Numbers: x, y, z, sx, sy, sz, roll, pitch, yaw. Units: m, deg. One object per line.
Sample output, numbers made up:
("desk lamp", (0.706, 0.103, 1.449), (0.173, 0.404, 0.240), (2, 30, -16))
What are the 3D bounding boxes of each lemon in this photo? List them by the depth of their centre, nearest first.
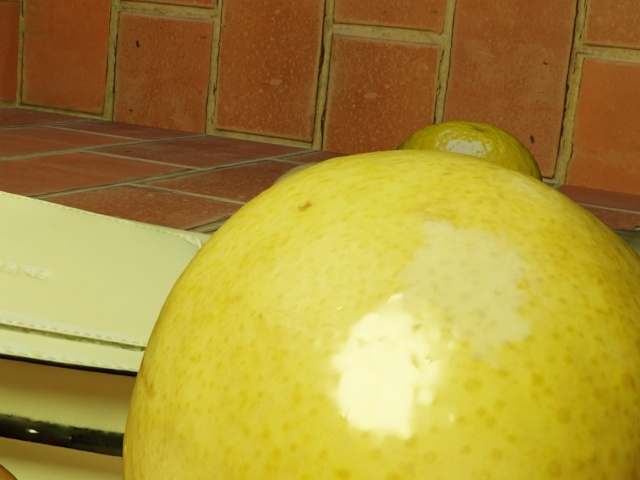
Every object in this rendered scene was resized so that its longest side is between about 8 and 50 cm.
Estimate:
("lemon", (0.202, -0.062, 1.704), (0.253, 0.229, 0.228), (1, 12, -25))

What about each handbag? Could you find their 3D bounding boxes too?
("handbag", (-0.240, 0.058, 0.798), (0.358, 0.160, 0.237), (12, 32, -16))

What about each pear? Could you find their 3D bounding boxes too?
("pear", (0.054, 0.106, 0.576), (0.314, 0.315, 0.314), (5, 11, -1))

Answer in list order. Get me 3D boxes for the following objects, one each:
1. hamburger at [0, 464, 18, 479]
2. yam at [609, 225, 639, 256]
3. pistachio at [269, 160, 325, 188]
("hamburger", (-0.286, 0.155, 0.571), (0.285, 0.146, 0.243), (4, 4, -2))
("yam", (0.278, 0.098, 0.832), (0.348, 0.241, 0.241), (2, 10, 14))
("pistachio", (0.000, 0.000, 1.438), (0.187, 0.188, 0.299), (5, 5, -2))
